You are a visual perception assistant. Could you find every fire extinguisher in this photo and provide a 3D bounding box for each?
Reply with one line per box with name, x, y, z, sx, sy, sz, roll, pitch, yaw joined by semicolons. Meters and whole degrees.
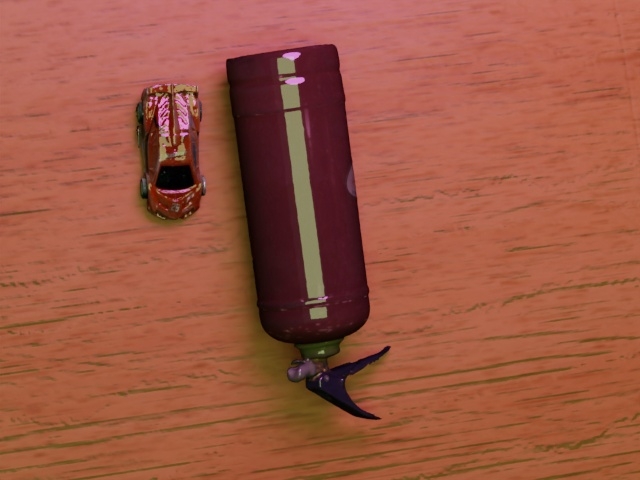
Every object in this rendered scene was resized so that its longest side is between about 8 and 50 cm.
fire extinguisher;0.000;0.000;1.760;0.138;0.102;0.344;-13;97;-44

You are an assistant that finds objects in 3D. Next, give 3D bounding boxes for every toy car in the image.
toy car;-0.132;-0.079;1.756;0.059;0.035;0.122;-3;92;-14
